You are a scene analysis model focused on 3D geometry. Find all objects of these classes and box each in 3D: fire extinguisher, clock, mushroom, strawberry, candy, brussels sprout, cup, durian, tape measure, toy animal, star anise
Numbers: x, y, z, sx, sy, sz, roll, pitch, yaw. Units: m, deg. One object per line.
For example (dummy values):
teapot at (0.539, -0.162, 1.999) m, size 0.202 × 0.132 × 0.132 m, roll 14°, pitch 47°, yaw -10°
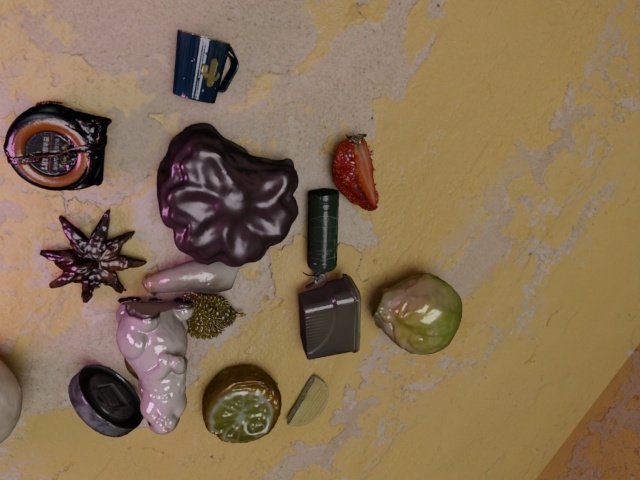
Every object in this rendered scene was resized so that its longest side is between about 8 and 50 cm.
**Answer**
fire extinguisher at (0.000, 0.000, 1.516) m, size 0.115 × 0.095 × 0.311 m, roll -2°, pitch 107°, yaw -6°
clock at (-0.592, 0.443, 1.361) m, size 0.049 × 0.226 × 0.226 m, roll -43°, pitch 117°, yaw 2°
mushroom at (-0.366, 0.101, 1.399) m, size 0.270 × 0.118 × 0.103 m, roll -4°, pitch 70°, yaw -18°
strawberry at (0.093, -0.200, 1.482) m, size 0.175 × 0.107 × 0.235 m, roll -19°, pitch 107°, yaw -59°
candy at (-0.895, 0.405, 1.252) m, size 0.296 × 0.185 × 0.295 m, roll 2°, pitch 101°, yaw 12°
brussels sprout at (0.338, 0.239, 1.656) m, size 0.317 × 0.242 × 0.274 m, roll 40°, pitch 114°, yaw -22°
candy at (-0.253, 0.529, 1.580) m, size 0.260 × 0.118 × 0.259 m, roll -5°, pitch 108°, yaw -17°
cup at (-0.292, -0.436, 1.255) m, size 0.177 × 0.131 × 0.155 m, roll -2°, pitch 115°, yaw -47°
durian at (-0.322, 0.232, 1.467) m, size 0.208 × 0.102 × 0.146 m, roll 5°, pitch 99°, yaw -26°
tape measure at (-0.629, -0.224, 1.182) m, size 0.223 × 0.135 × 0.202 m, roll 6°, pitch 115°, yaw -20°
toy animal at (-0.453, 0.341, 1.354) m, size 0.194 × 0.258 × 0.357 m, roll -8°, pitch 101°, yaw -44°
star anise at (-0.600, 0.050, 1.297) m, size 0.272 × 0.102 × 0.271 m, roll -7°, pitch 108°, yaw -22°

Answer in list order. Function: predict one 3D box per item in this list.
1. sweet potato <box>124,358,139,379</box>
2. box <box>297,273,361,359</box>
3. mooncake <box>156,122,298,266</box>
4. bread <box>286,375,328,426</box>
sweet potato at (-0.515, 0.383, 1.464) m, size 0.081 × 0.062 × 0.233 m, roll -48°, pitch 115°, yaw -19°
box at (0.028, 0.252, 1.567) m, size 0.178 × 0.138 × 0.274 m, roll -11°, pitch 122°, yaw -13°
mooncake at (-0.249, -0.110, 1.331) m, size 0.381 × 0.212 × 0.350 m, roll 9°, pitch 110°, yaw -21°
bread at (-0.031, 0.570, 1.724) m, size 0.112 × 0.036 × 0.193 m, roll 29°, pitch 92°, yaw -31°
